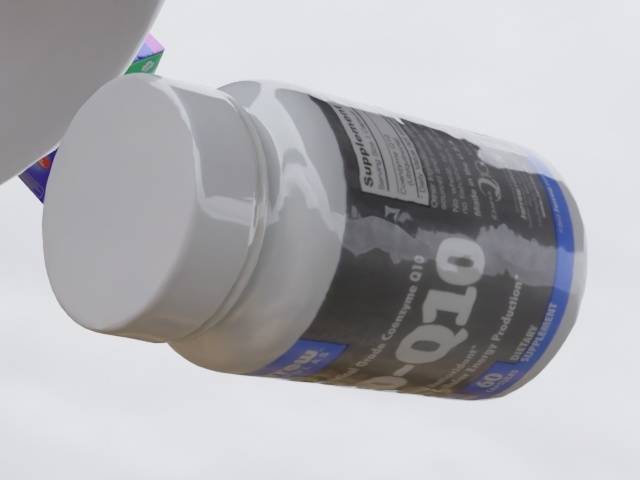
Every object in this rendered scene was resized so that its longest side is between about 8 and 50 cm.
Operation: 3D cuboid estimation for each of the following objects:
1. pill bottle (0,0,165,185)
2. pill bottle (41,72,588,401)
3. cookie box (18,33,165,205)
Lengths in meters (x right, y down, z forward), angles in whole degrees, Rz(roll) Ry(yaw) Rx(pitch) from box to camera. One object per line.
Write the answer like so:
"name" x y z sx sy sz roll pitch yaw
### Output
"pill bottle" -0.249 -0.178 0.677 0.392 0.224 0.224 31 -8 37
"pill bottle" 0.000 0.000 0.492 0.137 0.078 0.078 10 -11 -41
"cookie box" -0.134 -0.083 0.914 0.092 0.040 0.107 46 -42 15
